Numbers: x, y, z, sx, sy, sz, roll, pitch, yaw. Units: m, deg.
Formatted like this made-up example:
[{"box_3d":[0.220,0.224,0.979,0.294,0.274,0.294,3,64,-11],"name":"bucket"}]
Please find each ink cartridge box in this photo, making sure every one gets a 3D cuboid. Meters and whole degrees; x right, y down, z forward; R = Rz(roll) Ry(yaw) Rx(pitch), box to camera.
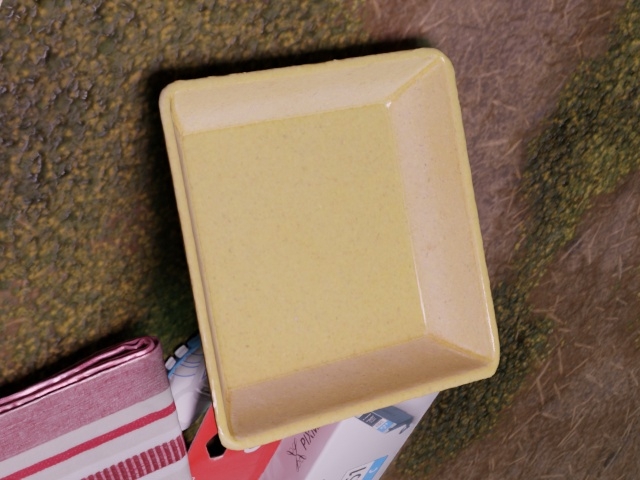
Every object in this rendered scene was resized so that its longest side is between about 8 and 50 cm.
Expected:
[{"box_3d":[-0.012,0.206,1.608,0.261,0.066,0.296,-14,149,-32],"name":"ink cartridge box"}]

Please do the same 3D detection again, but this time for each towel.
[{"box_3d":[-0.245,0.254,1.518,0.237,0.037,0.329,-22,133,-16],"name":"towel"}]

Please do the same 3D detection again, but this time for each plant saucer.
[{"box_3d":[0.000,0.000,1.440,0.333,0.081,0.332,-12,94,-34],"name":"plant saucer"}]

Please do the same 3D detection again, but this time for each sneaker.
[{"box_3d":[-0.095,0.125,1.535,0.071,0.083,0.190,24,104,-49],"name":"sneaker"}]

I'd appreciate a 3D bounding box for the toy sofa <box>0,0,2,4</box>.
[{"box_3d":[-0.335,-0.132,1.065,0.177,0.150,0.362,-5,124,-55],"name":"toy sofa"}]
